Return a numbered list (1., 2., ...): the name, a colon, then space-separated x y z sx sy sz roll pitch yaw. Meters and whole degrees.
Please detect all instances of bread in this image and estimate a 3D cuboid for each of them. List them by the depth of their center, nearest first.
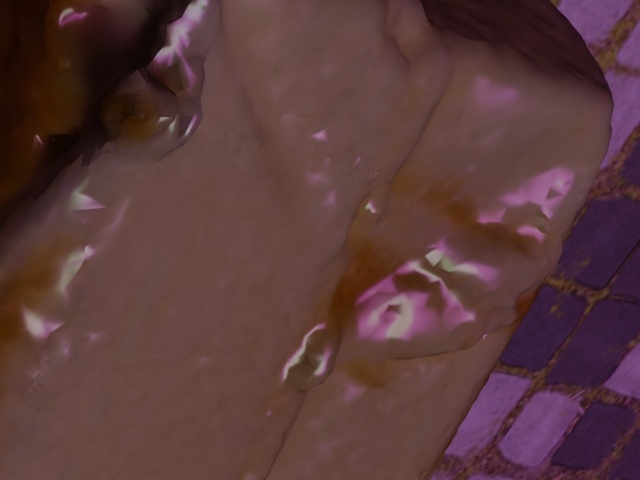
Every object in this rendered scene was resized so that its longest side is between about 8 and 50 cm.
1. bread: -0.112 -0.028 0.782 0.279 0.371 0.390 -1 125 -41
